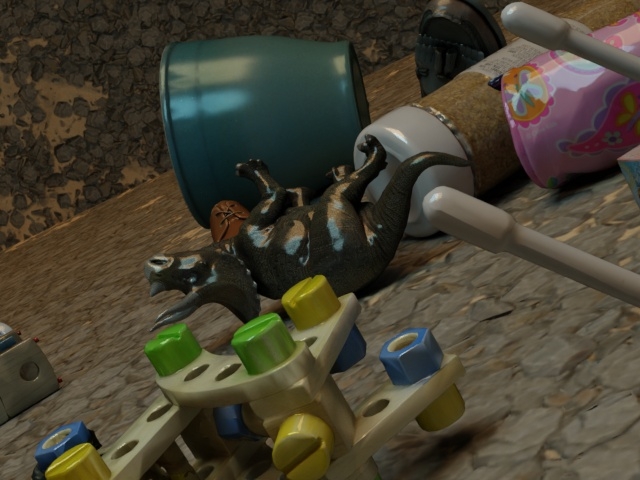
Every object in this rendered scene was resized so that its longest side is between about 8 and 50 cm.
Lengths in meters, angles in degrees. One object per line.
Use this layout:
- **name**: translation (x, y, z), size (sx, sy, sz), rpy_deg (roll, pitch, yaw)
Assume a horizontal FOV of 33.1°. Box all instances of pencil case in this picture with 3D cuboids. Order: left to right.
- **pencil case**: translation (0.292, -0.140, 0.907), size (0.284, 0.124, 0.124), rpy_deg (-23, 12, 24)

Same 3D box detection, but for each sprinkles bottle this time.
- **sprinkles bottle**: translation (0.199, -0.137, 1.088), size (0.355, 0.121, 0.121), rpy_deg (-33, 13, -27)

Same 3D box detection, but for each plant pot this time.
- **plant pot**: translation (-0.062, -0.169, 1.522), size (0.255, 0.271, 0.271), rpy_deg (-9, 15, 9)

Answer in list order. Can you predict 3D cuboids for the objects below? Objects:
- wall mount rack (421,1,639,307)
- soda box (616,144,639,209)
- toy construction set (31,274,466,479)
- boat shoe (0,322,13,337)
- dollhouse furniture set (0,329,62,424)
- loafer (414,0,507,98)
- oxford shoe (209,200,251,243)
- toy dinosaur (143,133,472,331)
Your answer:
- **wall mount rack**: translation (0.225, -0.047, 0.472), size (0.304, 0.130, 0.350), rpy_deg (-11, 28, 26)
- **soda box**: translation (0.273, -0.043, 0.679), size (0.063, 0.058, 0.183), rpy_deg (-31, 13, -16)
- **toy construction set**: translation (-0.084, 0.135, 0.524), size (0.215, 0.151, 0.328), rpy_deg (-18, 4, 36)
- **boat shoe**: translation (-0.467, 0.167, 1.405), size (0.183, 0.065, 0.083), rpy_deg (-25, 13, 38)
- **dollhouse furniture set**: translation (-0.393, 0.109, 1.179), size (0.129, 0.183, 0.129), rpy_deg (-32, 12, -22)
- **loafer**: translation (0.152, -0.171, 1.193), size (0.084, 0.096, 0.267), rpy_deg (-62, -20, -15)
- **oxford shoe**: translation (-0.108, -0.010, 1.338), size (0.076, 0.076, 0.212), rpy_deg (-27, 13, -11)
- **toy dinosaur**: translation (0.000, 0.000, 0.982), size (0.313, 0.160, 0.121), rpy_deg (-10, -26, 21)
